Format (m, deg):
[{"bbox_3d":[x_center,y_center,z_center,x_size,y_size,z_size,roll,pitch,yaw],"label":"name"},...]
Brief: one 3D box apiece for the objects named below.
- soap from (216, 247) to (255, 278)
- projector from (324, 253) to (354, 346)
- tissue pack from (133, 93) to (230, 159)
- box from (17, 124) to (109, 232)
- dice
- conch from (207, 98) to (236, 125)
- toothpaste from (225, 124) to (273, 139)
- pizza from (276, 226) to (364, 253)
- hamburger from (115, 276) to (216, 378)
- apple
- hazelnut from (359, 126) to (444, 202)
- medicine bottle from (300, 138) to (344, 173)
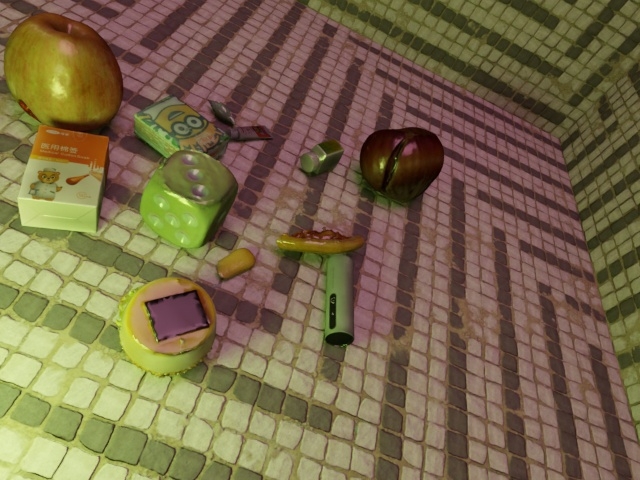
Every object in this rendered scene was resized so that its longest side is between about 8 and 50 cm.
[{"bbox_3d":[-0.307,0.081,1.608,0.168,0.033,0.089,-27,68,-39],"label":"soap"},{"bbox_3d":[0.071,0.213,1.649,0.108,0.108,0.338,16,49,-15],"label":"projector"},{"bbox_3d":[-0.558,-0.428,1.818,0.310,0.128,0.228,36,49,4],"label":"tissue pack"},{"bbox_3d":[-0.838,-0.209,1.495,0.224,0.143,0.342,7,51,-23],"label":"box"},{"bbox_3d":[-0.450,-0.145,1.566,0.249,0.254,0.252,31,45,-5],"label":"dice"},{"bbox_3d":[-0.448,-0.584,2.053,0.180,0.088,0.065,44,91,1],"label":"conch"},{"bbox_3d":[-0.323,-0.489,2.045,0.234,0.057,0.089,-16,62,-44],"label":"toothpaste"},{"bbox_3d":[0.000,0.000,1.765,0.364,0.074,0.182,2,23,-15],"label":"pizza"},{"bbox_3d":[-0.441,0.245,1.314,0.275,0.179,0.294,-16,67,-33],"label":"hamburger"},{"bbox_3d":[-0.923,-0.611,1.632,0.390,0.347,0.392,15,43,-15],"label":"apple"},{"bbox_3d":[0.388,-0.370,2.119,0.409,0.359,0.359,-19,65,-28],"label":"hazelnut"},{"bbox_3d":[0.004,-0.378,2.063,0.188,0.132,0.088,-26,69,-38],"label":"medicine bottle"}]
